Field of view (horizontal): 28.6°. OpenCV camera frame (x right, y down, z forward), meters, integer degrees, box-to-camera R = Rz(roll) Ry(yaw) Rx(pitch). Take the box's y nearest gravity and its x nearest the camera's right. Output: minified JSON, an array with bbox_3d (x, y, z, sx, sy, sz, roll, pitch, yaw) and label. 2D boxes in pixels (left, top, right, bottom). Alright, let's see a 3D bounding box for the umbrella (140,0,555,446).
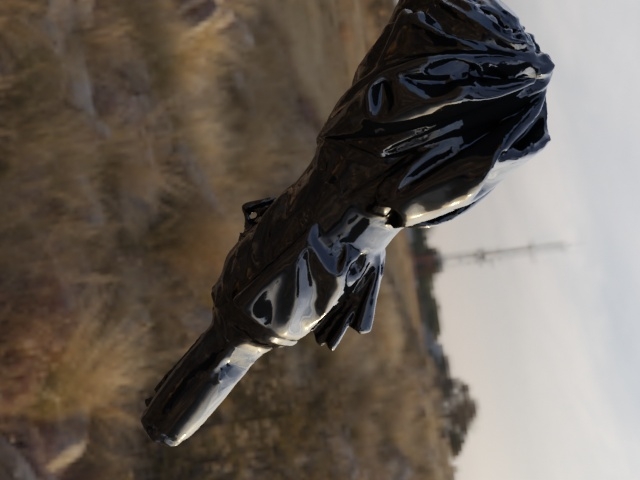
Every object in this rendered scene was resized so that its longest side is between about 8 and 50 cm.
[{"bbox_3d":[0.000,0.000,0.726,0.118,0.340,0.118,35,22,-17],"label":"umbrella"}]
